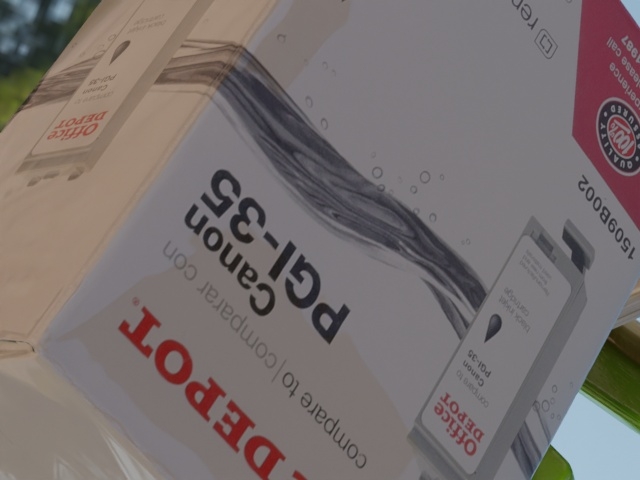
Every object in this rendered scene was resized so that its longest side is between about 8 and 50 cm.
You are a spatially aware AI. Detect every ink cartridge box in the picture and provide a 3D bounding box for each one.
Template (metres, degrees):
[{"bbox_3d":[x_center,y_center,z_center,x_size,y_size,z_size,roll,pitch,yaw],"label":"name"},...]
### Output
[{"bbox_3d":[0.000,0.000,0.722,0.117,0.207,0.283,-5,-136,47],"label":"ink cartridge box"}]

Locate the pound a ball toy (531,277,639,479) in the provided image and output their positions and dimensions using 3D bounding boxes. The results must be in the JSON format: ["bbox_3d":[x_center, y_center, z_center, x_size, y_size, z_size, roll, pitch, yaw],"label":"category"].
[{"bbox_3d":[0.065,0.056,1.029,0.319,0.208,0.136,-138,-151,-67],"label":"pound a ball toy"}]
